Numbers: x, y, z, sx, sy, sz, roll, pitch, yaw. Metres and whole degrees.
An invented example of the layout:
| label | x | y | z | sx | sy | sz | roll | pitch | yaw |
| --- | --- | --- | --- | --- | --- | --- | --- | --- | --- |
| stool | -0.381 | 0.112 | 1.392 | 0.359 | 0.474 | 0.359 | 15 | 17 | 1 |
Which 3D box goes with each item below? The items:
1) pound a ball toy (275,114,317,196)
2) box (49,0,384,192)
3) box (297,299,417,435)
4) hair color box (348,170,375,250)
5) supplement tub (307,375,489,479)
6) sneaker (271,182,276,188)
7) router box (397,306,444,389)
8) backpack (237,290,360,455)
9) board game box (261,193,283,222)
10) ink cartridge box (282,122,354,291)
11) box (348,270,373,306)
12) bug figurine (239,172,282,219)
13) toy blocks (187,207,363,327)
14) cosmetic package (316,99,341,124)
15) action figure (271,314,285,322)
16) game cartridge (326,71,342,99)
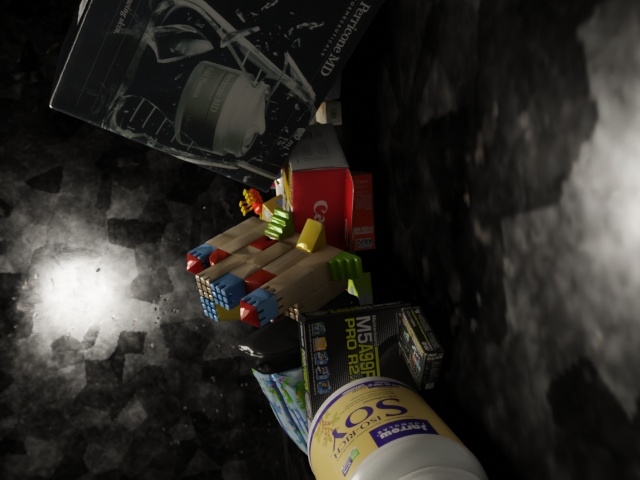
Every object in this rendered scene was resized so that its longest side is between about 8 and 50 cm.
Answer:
| label | x | y | z | sx | sy | sz | roll | pitch | yaw |
| --- | --- | --- | --- | --- | --- | --- | --- | --- | --- |
| pound a ball toy | -0.040 | -0.249 | 1.817 | 0.208 | 0.136 | 0.319 | -47 | -46 | -64 |
| box | -0.220 | -0.427 | 1.279 | 0.479 | 0.472 | 0.297 | -56 | 32 | 24 |
| box | 0.076 | 0.263 | 1.233 | 0.060 | 0.216 | 0.269 | -167 | 72 | -77 |
| hair color box | 0.084 | -0.069 | 1.422 | 0.093 | 0.054 | 0.167 | -135 | 40 | -75 |
| supplement tub | 0.124 | 0.386 | 1.013 | 0.331 | 0.241 | 0.240 | -142 | 47 | -73 |
| sneaker | -0.125 | -0.248 | 1.953 | 0.295 | 0.124 | 0.178 | -47 | -36 | -66 |
| router box | 0.179 | 0.193 | 1.144 | 0.122 | 0.038 | 0.092 | -113 | 20 | -53 |
| backpack | 0.026 | 0.333 | 1.373 | 0.273 | 0.290 | 0.355 | 28 | 136 | 53 |
| board game box | -0.045 | 0.060 | 1.742 | 0.316 | 0.064 | 0.242 | 46 | 152 | 23 |
| ink cartridge box | -0.013 | -0.069 | 1.457 | 0.271 | 0.130 | 0.309 | -105 | 12 | -52 |
| box | 0.096 | 0.162 | 1.510 | 0.109 | 0.043 | 0.178 | -178 | 83 | -78 |
| bug figurine | -0.180 | -0.196 | 1.779 | 0.216 | 0.072 | 0.279 | 64 | 153 | 18 |
| toy blocks | -0.138 | 0.077 | 1.337 | 0.381 | 0.261 | 0.190 | 21 | 131 | 41 |
| cosmetic package | 0.020 | -0.330 | 1.626 | 0.115 | 0.041 | 0.060 | -134 | 39 | -71 |
| action figure | -0.049 | 0.253 | 2.021 | 0.276 | 0.248 | 0.370 | 40 | -143 | -67 |
| game cartridge | 0.007 | -0.508 | 1.579 | 0.198 | 0.062 | 0.297 | -116 | 23 | -69 |
